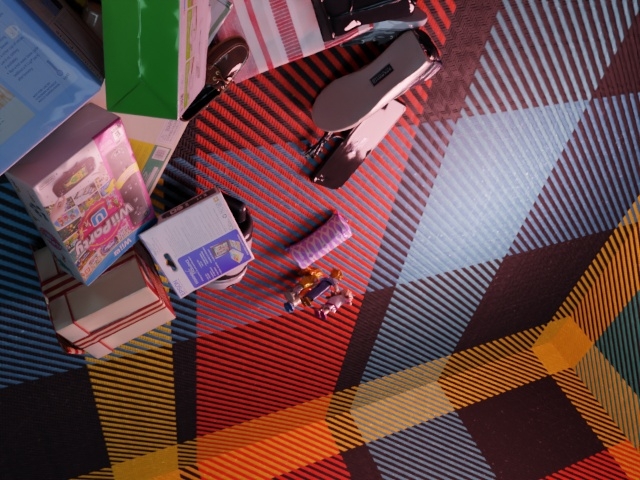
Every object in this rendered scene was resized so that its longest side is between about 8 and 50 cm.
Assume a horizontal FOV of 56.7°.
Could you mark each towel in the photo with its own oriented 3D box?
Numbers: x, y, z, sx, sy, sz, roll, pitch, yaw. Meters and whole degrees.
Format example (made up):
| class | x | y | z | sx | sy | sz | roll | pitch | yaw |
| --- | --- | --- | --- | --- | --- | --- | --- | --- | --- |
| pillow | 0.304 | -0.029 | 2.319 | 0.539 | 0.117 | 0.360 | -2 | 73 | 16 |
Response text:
| class | x | y | z | sx | sy | sz | roll | pitch | yaw |
| --- | --- | --- | --- | --- | --- | --- | --- | --- | --- |
| towel | -0.064 | -0.472 | 1.200 | 0.329 | 0.037 | 0.237 | -21 | 137 | 0 |
| towel | -0.257 | -0.442 | 1.122 | 0.152 | 0.023 | 0.113 | 26 | 126 | -26 |

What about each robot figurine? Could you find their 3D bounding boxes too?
| class | x | y | z | sx | sy | sz | roll | pitch | yaw |
| --- | --- | --- | --- | --- | --- | --- | --- | --- | --- |
| robot figurine | -0.265 | 0.007 | 1.562 | 0.209 | 0.173 | 0.278 | -10 | 139 | -25 |

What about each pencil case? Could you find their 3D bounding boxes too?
| class | x | y | z | sx | sy | sz | roll | pitch | yaw |
| --- | --- | --- | --- | --- | --- | --- | --- | --- | --- |
| pencil case | 0.000 | 0.000 | 1.811 | 0.206 | 0.086 | 0.088 | -37 | 109 | 6 |

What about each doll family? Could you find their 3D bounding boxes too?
| class | x | y | z | sx | sy | sz | roll | pitch | yaw |
| --- | --- | --- | --- | --- | --- | --- | --- | --- | --- |
| doll family | -0.010 | 0.148 | 1.895 | 0.163 | 0.263 | 0.118 | -37 | 116 | -32 |

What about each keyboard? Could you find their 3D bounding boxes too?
| class | x | y | z | sx | sy | sz | roll | pitch | yaw |
| --- | --- | --- | --- | --- | --- | --- | --- | --- | --- |
| keyboard | 0.073 | -0.272 | 1.586 | 0.201 | 0.033 | 0.317 | 14 | 125 | -46 |

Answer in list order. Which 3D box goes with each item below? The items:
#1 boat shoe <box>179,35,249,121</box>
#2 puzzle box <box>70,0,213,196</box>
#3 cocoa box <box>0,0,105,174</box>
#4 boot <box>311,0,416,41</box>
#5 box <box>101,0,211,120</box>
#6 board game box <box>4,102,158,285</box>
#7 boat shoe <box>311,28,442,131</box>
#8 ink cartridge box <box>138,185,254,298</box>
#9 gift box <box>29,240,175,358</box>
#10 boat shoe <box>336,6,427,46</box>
| class | x | y | z | sx | sy | sz | roll | pitch | yaw |
| --- | --- | --- | --- | --- | --- | --- | --- | --- | --- |
| boat shoe | -0.219 | -0.323 | 1.206 | 0.207 | 0.073 | 0.073 | -42 | 137 | 16 |
| puzzle box | -0.420 | -0.265 | 1.245 | 0.272 | 0.052 | 0.409 | 9 | 129 | -41 |
| cocoa box | -0.553 | -0.259 | 0.969 | 0.347 | 0.228 | 0.231 | -37 | 123 | 9 |
| boot | 0.074 | -0.505 | 1.120 | 0.207 | 0.094 | 0.246 | -18 | 146 | 5 |
| box | -0.267 | -0.366 | 1.000 | 0.126 | 0.231 | 0.262 | 7 | 119 | -3 |
| board game box | -0.471 | -0.087 | 1.208 | 0.224 | 0.097 | 0.303 | -50 | 156 | -31 |
| boat shoe | 0.146 | -0.372 | 1.447 | 0.340 | 0.127 | 0.158 | -28 | 174 | 28 |
| ink cartridge box | -0.290 | 0.007 | 1.401 | 0.208 | 0.045 | 0.206 | -29 | 124 | -10 |
| gift box | -0.543 | 0.107 | 1.436 | 0.258 | 0.255 | 0.276 | -27 | 149 | -7 |
| boat shoe | 0.131 | -0.479 | 1.347 | 0.228 | 0.080 | 0.076 | -15 | 147 | -17 |
